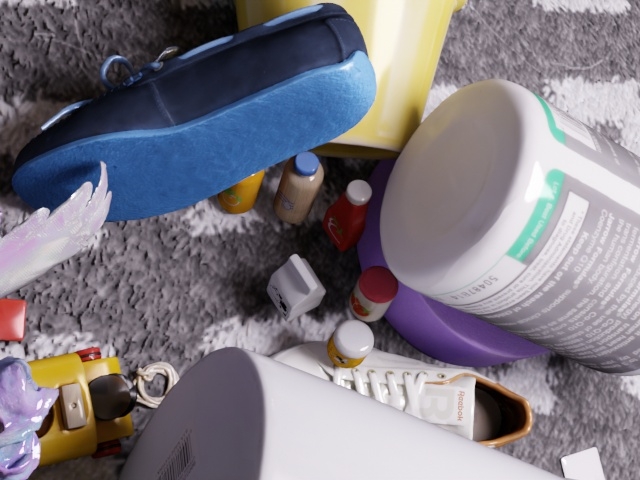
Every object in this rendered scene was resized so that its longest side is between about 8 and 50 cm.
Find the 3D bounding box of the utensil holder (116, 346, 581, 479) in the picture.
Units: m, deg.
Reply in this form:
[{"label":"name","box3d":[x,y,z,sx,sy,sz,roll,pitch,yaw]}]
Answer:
[{"label":"utensil holder","box3d":[0.039,0.295,0.792,0.386,0.328,0.327,26,66,-23]}]

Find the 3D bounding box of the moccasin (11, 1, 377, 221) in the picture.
[{"label":"moccasin","box3d":[-0.113,-0.110,0.895,0.342,0.137,0.116,-15,54,12]}]

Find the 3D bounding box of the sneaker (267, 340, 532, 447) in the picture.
[{"label":"sneaker","box3d":[0.080,0.152,0.986,0.290,0.123,0.105,10,74,-22]}]

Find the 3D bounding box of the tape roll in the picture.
[{"label":"tape roll","box3d":[0.180,-0.002,1.095,0.275,0.090,0.274,8,73,-25]}]

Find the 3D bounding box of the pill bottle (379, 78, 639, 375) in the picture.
[{"label":"pill bottle","box3d":[0.253,0.010,0.949,0.361,0.204,0.204,24,67,-28]}]

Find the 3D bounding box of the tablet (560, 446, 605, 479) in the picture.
[{"label":"tablet","box3d":[0.304,0.281,1.127,0.054,0.006,0.083,-9,80,-28]}]

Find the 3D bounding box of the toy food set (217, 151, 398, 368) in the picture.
[{"label":"toy food set","box3d":[0.000,0.000,0.956,0.111,0.104,0.232,-25,71,-23]}]

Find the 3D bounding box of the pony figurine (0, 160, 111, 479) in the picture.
[{"label":"pony figurine","box3d":[-0.314,0.036,0.696,0.351,0.302,0.363,-31,50,-5]}]

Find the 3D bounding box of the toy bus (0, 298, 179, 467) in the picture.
[{"label":"toy bus","box3d":[-0.226,0.145,0.845,0.191,0.104,0.202,36,64,-14]}]

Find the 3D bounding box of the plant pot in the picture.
[{"label":"plant pot","box3d":[0.019,-0.208,0.996,0.254,0.254,0.238,6,90,-25]}]
